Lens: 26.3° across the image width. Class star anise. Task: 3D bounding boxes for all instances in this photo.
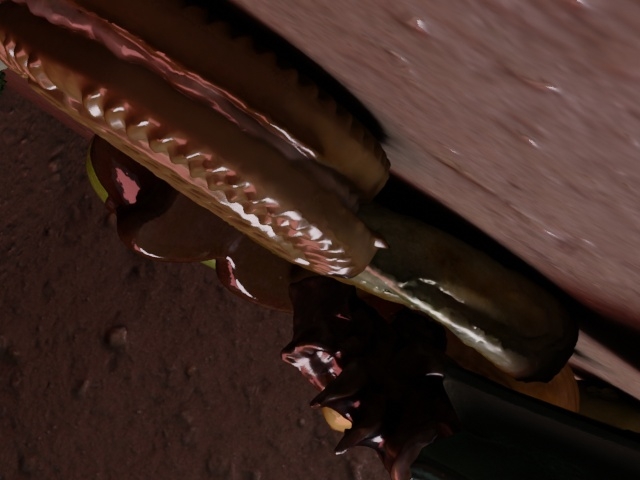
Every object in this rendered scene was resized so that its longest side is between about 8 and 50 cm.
[{"bbox_3d":[0.073,0.116,1.087,0.220,0.099,0.214,32,-151,-14],"label":"star anise"}]

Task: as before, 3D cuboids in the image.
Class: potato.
[{"bbox_3d":[0.266,0.180,1.361,0.105,0.085,0.188,10,-176,-10],"label":"potato"}]

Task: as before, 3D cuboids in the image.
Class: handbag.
[{"bbox_3d":[0.229,0.164,0.885,0.238,0.089,0.326,16,178,-27],"label":"handbag"}]

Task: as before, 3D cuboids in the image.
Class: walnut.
[{"bbox_3d":[0.149,0.136,1.225,0.180,0.144,0.144,41,-177,39],"label":"walnut"}]

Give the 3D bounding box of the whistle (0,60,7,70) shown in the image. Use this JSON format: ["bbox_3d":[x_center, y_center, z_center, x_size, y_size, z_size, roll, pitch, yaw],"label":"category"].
[{"bbox_3d":[-0.309,-0.197,0.913,0.253,0.106,0.102,39,-152,5],"label":"whistle"}]

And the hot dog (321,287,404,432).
[{"bbox_3d":[0.066,0.105,1.430,0.150,0.153,0.257,3,-174,3],"label":"hot dog"}]

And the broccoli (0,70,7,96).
[{"bbox_3d":[-0.530,-0.222,1.680,0.260,0.235,0.288,-4,-176,-25],"label":"broccoli"}]

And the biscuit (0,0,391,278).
[{"bbox_3d":[-0.069,-0.070,0.734,0.259,0.079,0.259,32,176,2],"label":"biscuit"}]

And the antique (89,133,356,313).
[{"bbox_3d":[-0.088,-0.037,1.158,0.257,0.121,0.143,26,-170,-38],"label":"antique"}]

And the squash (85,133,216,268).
[{"bbox_3d":[-0.093,-0.015,1.520,0.370,0.118,0.118,31,177,-15],"label":"squash"}]

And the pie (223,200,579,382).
[{"bbox_3d":[0.046,0.012,0.963,0.302,0.067,0.302,28,180,0],"label":"pie"}]
